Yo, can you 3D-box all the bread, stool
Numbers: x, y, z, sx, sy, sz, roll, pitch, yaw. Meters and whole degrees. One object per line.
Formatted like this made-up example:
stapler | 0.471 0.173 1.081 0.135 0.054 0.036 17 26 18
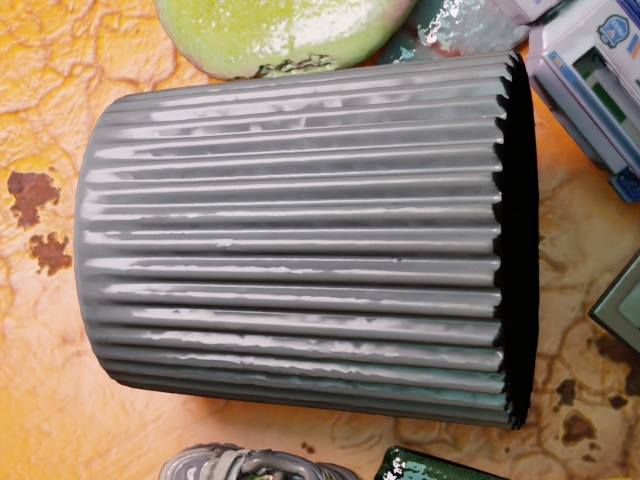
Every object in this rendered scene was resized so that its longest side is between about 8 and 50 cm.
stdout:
bread | -0.032 -0.284 1.360 0.301 0.045 0.301 -4 80 24
stool | 0.000 0.000 1.215 0.330 0.297 0.297 0 78 15

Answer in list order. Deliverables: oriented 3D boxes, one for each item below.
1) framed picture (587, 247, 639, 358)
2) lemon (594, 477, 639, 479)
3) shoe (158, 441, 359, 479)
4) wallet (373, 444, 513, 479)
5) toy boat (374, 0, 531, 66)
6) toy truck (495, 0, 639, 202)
framed picture | 0.379 0.067 1.213 0.281 0.019 0.209 38 88 -9
lemon | 0.219 0.303 1.101 0.245 0.320 0.245 4 102 18
shoe | -0.056 0.218 1.270 0.180 0.092 0.089 7 80 11
wallet | 0.096 0.302 1.245 0.160 0.055 0.236 17 85 1
toy boat | 0.150 -0.247 1.347 0.206 0.096 0.282 28 93 4
toy truck | 0.237 -0.172 1.252 0.155 0.124 0.268 -41 94 3
